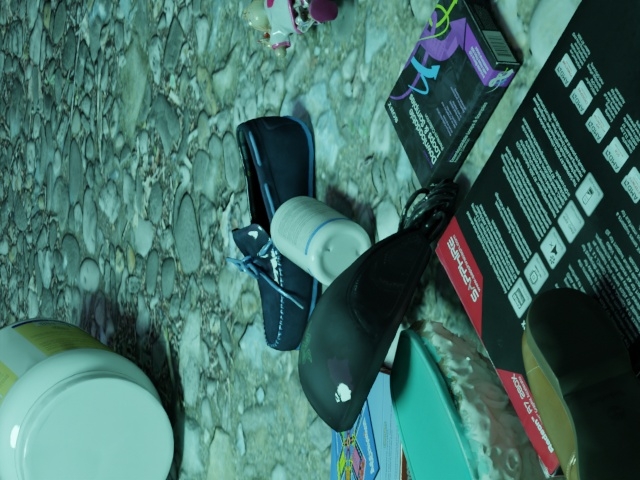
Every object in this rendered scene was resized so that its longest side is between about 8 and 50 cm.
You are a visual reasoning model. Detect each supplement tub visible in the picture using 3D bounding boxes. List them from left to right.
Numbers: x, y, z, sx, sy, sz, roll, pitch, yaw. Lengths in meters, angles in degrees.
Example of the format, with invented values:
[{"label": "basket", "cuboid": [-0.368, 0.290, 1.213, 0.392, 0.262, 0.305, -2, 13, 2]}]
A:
[{"label": "supplement tub", "cuboid": [-0.356, 0.251, 1.972, 0.331, 0.241, 0.241, 19, 106, 62]}, {"label": "supplement tub", "cuboid": [0.000, 0.000, 1.458, 0.107, 0.071, 0.071, 36, 121, 58]}]

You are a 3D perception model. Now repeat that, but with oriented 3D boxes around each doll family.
[{"label": "doll family", "cuboid": [-0.034, -0.335, 1.520, 0.163, 0.118, 0.262, 1, 108, 57]}]

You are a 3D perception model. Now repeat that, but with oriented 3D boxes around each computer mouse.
[{"label": "computer mouse", "cuboid": [0.035, 0.061, 1.223, 0.272, 0.072, 0.188, -59, -7, -59]}]

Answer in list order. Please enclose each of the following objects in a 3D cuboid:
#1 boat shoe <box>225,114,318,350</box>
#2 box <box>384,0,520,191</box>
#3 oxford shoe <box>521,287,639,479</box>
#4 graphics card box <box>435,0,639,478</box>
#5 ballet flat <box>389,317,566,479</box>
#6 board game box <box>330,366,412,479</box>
[{"label": "boat shoe", "cuboid": [-0.062, -0.006, 1.559, 0.109, 0.089, 0.258, -22, 70, 62]}, {"label": "box", "cuboid": [0.115, -0.139, 1.279, 0.162, 0.029, 0.116, 116, 144, -42]}, {"label": "oxford shoe", "cuboid": [0.186, 0.137, 0.919, 0.076, 0.076, 0.212, 98, 159, -57]}, {"label": "graphics card box", "cuboid": [0.225, -0.034, 0.984, 0.371, 0.094, 0.232, -65, 36, 41]}, {"label": "ballet flat", "cuboid": [0.162, 0.241, 1.067, 0.147, 0.147, 0.408, 120, 143, -45]}, {"label": "board game box", "cuboid": [0.051, 0.264, 1.398, 0.145, 0.027, 0.281, 8, 96, 62]}]
